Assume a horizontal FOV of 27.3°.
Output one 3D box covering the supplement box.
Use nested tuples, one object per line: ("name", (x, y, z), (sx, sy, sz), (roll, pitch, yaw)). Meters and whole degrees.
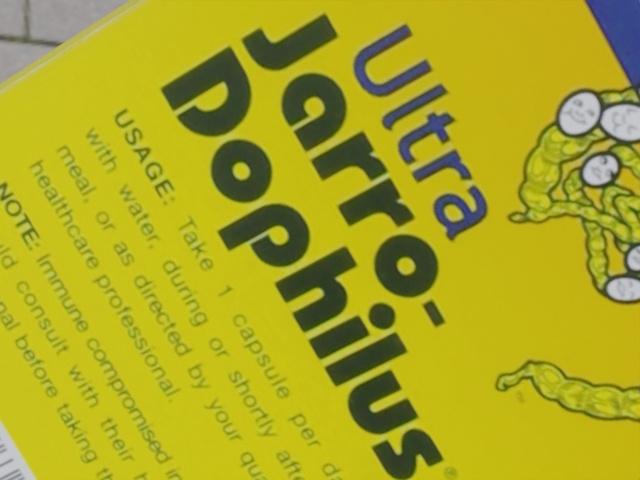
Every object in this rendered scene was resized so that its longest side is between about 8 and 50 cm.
("supplement box", (0.000, 0.000, 0.466), (0.195, 0.356, 0.194), (60, 20, -6))
